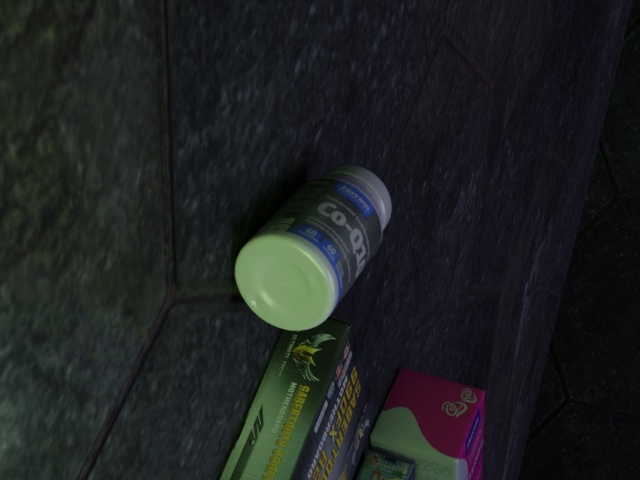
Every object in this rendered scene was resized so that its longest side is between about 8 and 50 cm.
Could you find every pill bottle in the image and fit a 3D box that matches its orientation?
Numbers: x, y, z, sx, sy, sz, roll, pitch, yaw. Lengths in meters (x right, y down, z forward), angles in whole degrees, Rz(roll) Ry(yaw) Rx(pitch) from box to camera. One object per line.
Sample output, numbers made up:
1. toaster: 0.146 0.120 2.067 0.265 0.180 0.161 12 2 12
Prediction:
1. pill bottle: 0.000 0.000 0.796 0.137 0.078 0.078 -51 149 -53

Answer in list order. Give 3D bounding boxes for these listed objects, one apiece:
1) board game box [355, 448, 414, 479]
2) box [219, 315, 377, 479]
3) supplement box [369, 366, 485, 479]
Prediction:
1. board game box: 0.043 0.375 1.220 0.194 0.060 0.194 -54 152 -45
2. box: -0.024 0.201 0.903 0.183 0.056 0.231 74 35 -55
3. supplement box: 0.134 0.275 1.333 0.220 0.114 0.111 81 30 -46
